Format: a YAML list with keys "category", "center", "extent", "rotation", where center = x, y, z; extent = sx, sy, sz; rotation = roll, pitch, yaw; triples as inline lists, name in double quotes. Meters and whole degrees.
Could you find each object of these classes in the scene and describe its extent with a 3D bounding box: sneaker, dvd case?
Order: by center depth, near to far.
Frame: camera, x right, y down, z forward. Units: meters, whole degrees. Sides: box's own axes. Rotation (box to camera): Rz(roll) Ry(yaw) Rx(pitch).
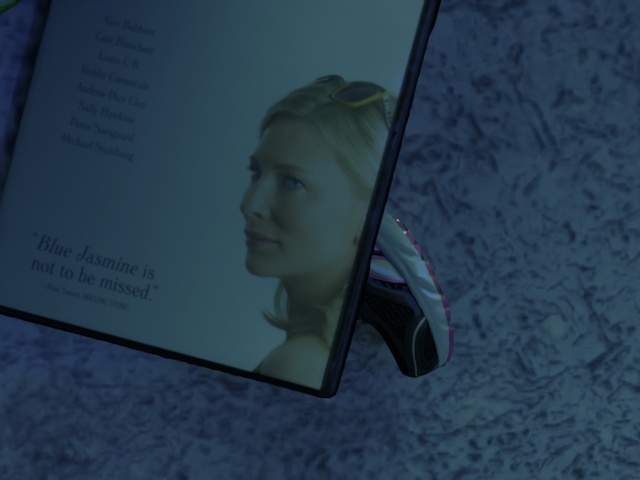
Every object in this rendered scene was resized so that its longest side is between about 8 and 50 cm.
- category: "dvd case"
  center: [-0.048, -0.067, 0.634]
  extent: [0.180, 0.022, 0.253]
  rotation: [15, 92, 1]
- category: "sneaker"
  center: [0.000, 0.000, 0.690]
  extent: [0.077, 0.072, 0.178]
  rotation: [-32, 101, -5]

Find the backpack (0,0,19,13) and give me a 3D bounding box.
- category: "backpack"
  center: [-0.264, -0.138, 0.464]
  extent: [0.355, 0.273, 0.290]
  rotation: [-32, 116, -3]
